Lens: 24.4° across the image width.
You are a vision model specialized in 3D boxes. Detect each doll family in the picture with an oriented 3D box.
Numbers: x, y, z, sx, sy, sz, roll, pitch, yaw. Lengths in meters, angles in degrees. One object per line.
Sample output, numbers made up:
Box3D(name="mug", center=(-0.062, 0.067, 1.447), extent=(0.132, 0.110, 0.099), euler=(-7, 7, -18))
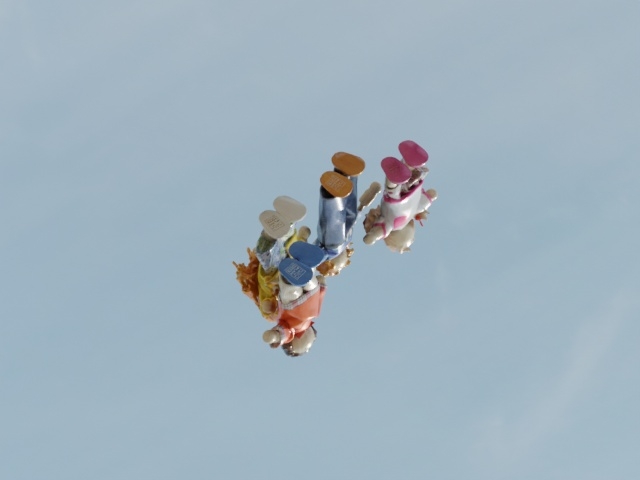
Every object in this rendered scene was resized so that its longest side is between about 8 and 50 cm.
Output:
Box3D(name="doll family", center=(0.000, 0.000, 1.472), extent=(0.118, 0.163, 0.263), euler=(34, -123, 21))
